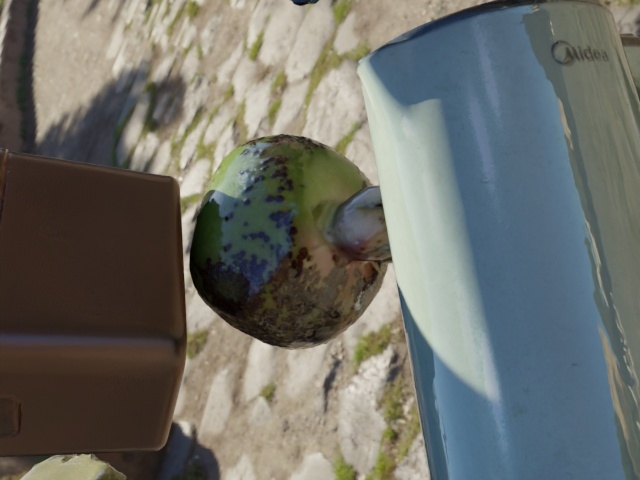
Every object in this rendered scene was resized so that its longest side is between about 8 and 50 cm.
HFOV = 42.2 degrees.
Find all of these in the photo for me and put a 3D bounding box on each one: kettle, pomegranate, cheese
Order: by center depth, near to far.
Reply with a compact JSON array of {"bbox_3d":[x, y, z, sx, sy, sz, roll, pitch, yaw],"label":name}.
[{"bbox_3d":[0.224,0.000,0.721,0.250,0.361,0.377,-26,75,63],"label":"kettle"},{"bbox_3d":[0.000,0.000,1.064,0.340,0.285,0.285,-7,65,44],"label":"pomegranate"},{"bbox_3d":[-0.358,0.379,1.187,0.202,0.091,0.175,-7,22,38],"label":"cheese"}]

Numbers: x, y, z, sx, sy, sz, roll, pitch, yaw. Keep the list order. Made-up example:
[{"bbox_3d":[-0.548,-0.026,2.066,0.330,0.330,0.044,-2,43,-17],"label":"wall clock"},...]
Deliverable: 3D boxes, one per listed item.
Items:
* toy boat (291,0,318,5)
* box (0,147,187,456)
[{"bbox_3d":[-0.019,-0.324,0.824,0.223,0.100,0.097,107,-175,-60],"label":"toy boat"},{"bbox_3d":[-0.296,0.079,1.021,0.339,0.229,0.239,-101,23,-44],"label":"box"}]
